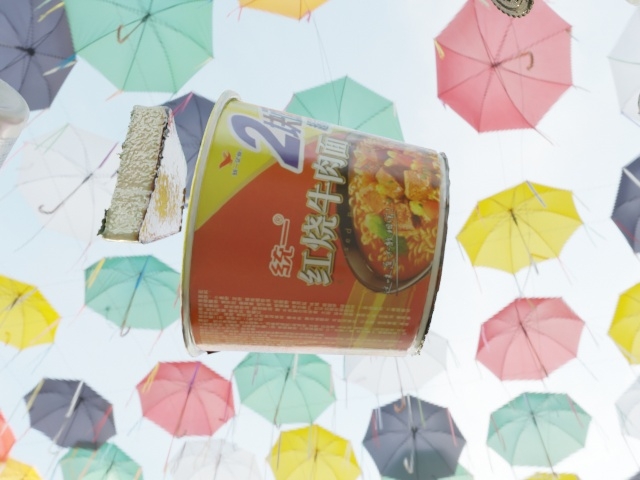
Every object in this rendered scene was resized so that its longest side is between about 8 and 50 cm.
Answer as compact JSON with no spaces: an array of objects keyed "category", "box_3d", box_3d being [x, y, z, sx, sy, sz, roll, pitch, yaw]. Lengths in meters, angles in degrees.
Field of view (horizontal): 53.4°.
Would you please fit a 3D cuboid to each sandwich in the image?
[{"category":"sandwich","box_3d":[-0.212,-0.048,0.804,0.058,0.193,0.162,3,-30,2]}]

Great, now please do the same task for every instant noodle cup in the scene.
[{"category":"instant noodle cup","box_3d":[0.000,0.000,0.499,0.174,0.213,0.213,9,-59,1]}]

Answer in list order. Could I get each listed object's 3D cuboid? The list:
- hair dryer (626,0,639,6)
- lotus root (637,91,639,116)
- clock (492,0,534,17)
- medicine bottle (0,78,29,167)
[{"category":"hair dryer","box_3d":[0.454,-0.441,1.041,0.236,0.131,0.073,1,-100,10]},{"category":"lotus root","box_3d":[0.640,-0.273,0.951,0.158,0.140,0.322,34,-46,-20]},{"category":"clock","box_3d":[0.215,-0.294,0.735,0.010,0.074,0.083,-43,-63,-14]},{"category":"medicine bottle","box_3d":[-0.400,-0.089,0.679,0.103,0.103,0.187,33,-73,-18]}]
